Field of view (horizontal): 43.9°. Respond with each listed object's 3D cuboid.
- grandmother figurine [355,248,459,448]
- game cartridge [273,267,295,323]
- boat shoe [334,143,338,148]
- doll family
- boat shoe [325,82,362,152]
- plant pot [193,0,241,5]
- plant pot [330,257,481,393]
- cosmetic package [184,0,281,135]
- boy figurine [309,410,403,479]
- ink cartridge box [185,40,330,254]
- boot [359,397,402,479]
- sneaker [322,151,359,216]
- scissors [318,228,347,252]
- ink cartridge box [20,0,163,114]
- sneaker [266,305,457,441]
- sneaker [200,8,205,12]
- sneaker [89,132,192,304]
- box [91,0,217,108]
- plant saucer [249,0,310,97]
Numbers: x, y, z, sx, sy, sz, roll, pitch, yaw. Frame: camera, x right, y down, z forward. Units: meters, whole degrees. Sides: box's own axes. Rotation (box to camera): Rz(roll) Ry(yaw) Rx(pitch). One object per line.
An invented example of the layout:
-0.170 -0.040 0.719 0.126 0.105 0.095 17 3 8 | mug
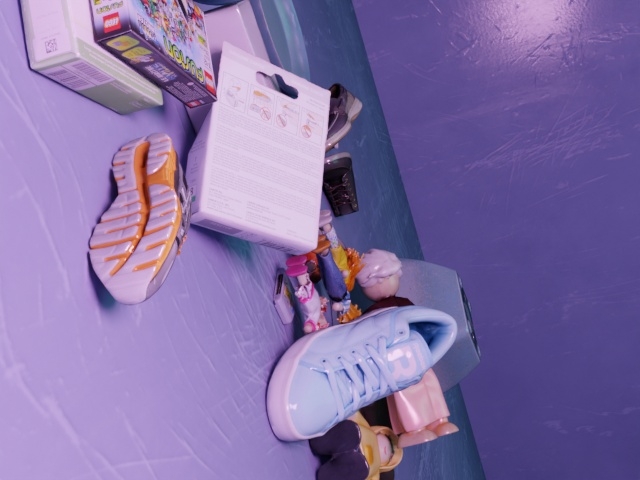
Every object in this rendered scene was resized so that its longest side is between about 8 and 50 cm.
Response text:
0.131 0.177 1.379 0.208 0.104 0.342 1 70 -52 | grandmother figurine
-0.055 0.088 1.233 0.083 0.017 0.056 -85 161 -54 | game cartridge
0.026 -0.255 1.894 0.125 0.038 0.046 -85 176 -52 | boat shoe
0.018 0.057 1.293 0.263 0.118 0.163 -95 167 -61 | doll family
0.018 -0.271 1.767 0.092 0.103 0.285 47 33 -12 | boat shoe
-0.164 -0.429 0.853 0.255 0.271 0.272 11 64 -59 | plant pot
0.177 0.177 1.587 0.247 0.252 0.248 58 21 -51 | plant pot
-0.116 -0.191 1.059 0.085 0.117 0.231 -76 150 -66 | cosmetic package
0.067 0.355 1.294 0.285 0.092 0.177 37 37 -66 | boy figurine
-0.076 -0.111 0.998 0.181 0.056 0.225 18 66 -38 | ink cartridge box
0.131 0.373 1.498 0.082 0.106 0.219 -78 150 -63 | boot
0.043 -0.118 1.715 0.222 0.083 0.118 14 63 -76 | sneaker
0.080 0.070 1.459 0.297 0.021 0.109 46 12 19 | scissors
-0.233 -0.257 0.778 0.171 0.056 0.235 19 59 -74 | ink cartridge box
0.075 0.171 1.149 0.366 0.150 0.135 -29 100 -49 | sneaker
-0.144 -0.251 1.121 0.071 0.068 0.170 -89 160 -66 | sneaker
-0.159 -0.015 0.765 0.215 0.084 0.083 -91 166 -48 | sneaker
-0.167 -0.220 0.809 0.207 0.036 0.114 27 51 -74 | box
-0.092 -0.432 1.581 0.317 0.043 0.318 -14 90 -78 | plant saucer
